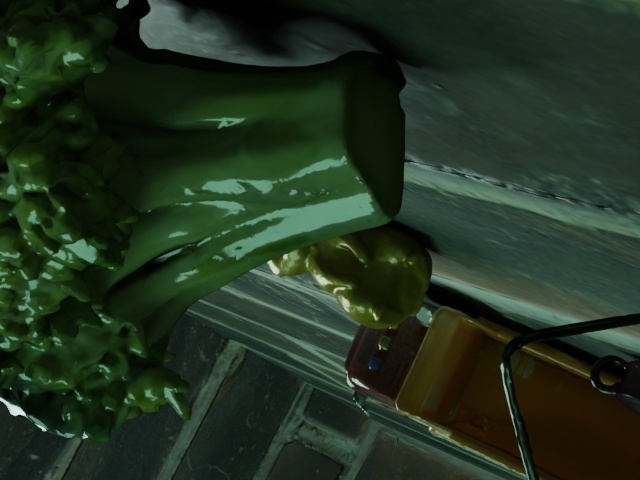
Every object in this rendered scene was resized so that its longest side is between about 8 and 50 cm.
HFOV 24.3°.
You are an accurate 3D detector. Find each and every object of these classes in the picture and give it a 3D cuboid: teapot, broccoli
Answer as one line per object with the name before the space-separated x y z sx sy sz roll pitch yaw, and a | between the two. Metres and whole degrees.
teapot | 0.235 0.113 1.042 0.100 0.045 0.068 23 170 19
broccoli | -0.079 -0.048 0.684 0.243 0.263 0.247 -4 -163 24

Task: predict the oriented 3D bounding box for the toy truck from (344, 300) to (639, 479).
toy truck | 0.153 0.131 1.177 0.270 0.114 0.135 23 174 25

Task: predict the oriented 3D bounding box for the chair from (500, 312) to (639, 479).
chair | 0.226 0.087 0.725 0.140 0.221 0.145 15 123 59

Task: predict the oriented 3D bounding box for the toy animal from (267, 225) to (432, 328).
toy animal | 0.000 0.002 1.047 0.159 0.070 0.083 30 175 17
